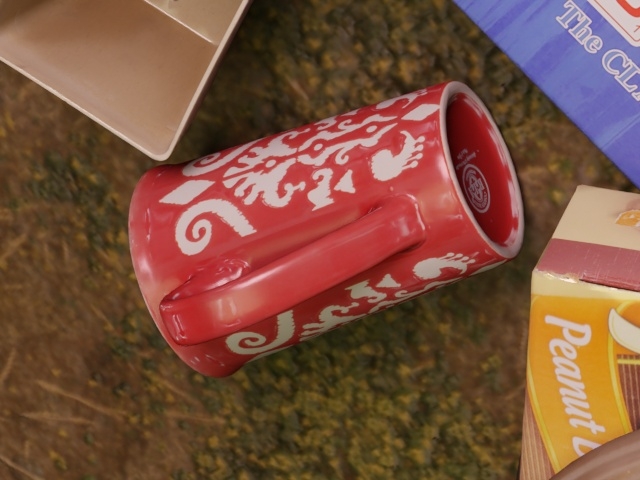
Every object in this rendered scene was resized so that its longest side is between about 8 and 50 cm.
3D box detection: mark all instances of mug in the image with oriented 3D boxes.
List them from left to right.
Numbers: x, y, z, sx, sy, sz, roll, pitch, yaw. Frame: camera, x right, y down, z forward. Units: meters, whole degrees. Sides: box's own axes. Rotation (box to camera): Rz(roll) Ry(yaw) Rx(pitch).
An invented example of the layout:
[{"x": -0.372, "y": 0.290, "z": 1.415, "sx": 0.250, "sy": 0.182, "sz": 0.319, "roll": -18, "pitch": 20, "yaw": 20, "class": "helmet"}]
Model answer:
[{"x": 0.005, "y": 0.005, "z": 0.870, "sx": 0.169, "sy": 0.150, "sz": 0.113, "roll": -19, "pitch": 131, "yaw": 24, "class": "mug"}]

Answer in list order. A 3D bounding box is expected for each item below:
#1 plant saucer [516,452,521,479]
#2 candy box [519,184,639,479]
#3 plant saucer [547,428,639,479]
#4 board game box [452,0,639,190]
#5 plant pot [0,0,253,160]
[{"x": 0.245, "y": 0.169, "z": 0.908, "sx": 0.311, "sy": 0.050, "sz": 0.310, "roll": 10, "pitch": 119, "yaw": 18, "class": "plant saucer"}, {"x": 0.187, "y": 0.142, "z": 0.827, "sx": 0.183, "sy": 0.087, "sz": 0.316, "roll": 10, "pitch": 122, "yaw": 17, "class": "candy box"}, {"x": 0.203, "y": 0.197, "z": 0.776, "sx": 0.278, "sy": 0.041, "sz": 0.277, "roll": 9, "pitch": 122, "yaw": 14, "class": "plant saucer"}, {"x": 0.203, "y": -0.171, "z": 0.743, "sx": 0.319, "sy": 0.066, "sz": 0.318, "roll": 44, "pitch": 123, "yaw": -4, "class": "board game box"}, {"x": -0.081, "y": -0.124, "z": 0.863, "sx": 0.109, "sy": 0.096, "sz": 0.109, "roll": 33, "pitch": 123, "yaw": 4, "class": "plant pot"}]
